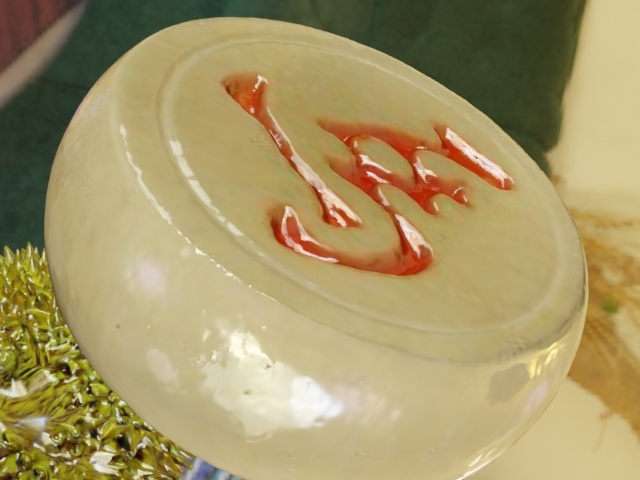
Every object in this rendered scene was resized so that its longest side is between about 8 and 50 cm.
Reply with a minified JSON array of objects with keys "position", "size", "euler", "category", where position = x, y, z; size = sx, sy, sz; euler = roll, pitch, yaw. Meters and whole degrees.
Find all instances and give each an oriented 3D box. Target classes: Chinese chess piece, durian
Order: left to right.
[{"position":[-0.227,0.138,0.936],"size":[0.224,0.291,0.291],"euler":[-44,143,-63],"category":"durian"},{"position":[0.000,0.000,0.623],"size":[0.102,0.273,0.273],"euler":[-62,175,34],"category":"Chinese chess piece"}]
